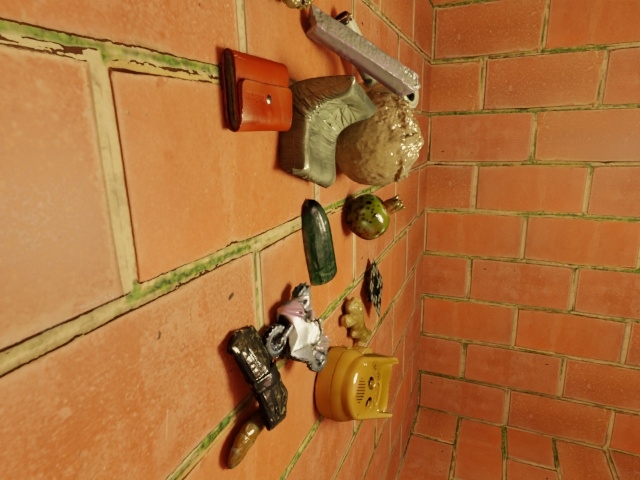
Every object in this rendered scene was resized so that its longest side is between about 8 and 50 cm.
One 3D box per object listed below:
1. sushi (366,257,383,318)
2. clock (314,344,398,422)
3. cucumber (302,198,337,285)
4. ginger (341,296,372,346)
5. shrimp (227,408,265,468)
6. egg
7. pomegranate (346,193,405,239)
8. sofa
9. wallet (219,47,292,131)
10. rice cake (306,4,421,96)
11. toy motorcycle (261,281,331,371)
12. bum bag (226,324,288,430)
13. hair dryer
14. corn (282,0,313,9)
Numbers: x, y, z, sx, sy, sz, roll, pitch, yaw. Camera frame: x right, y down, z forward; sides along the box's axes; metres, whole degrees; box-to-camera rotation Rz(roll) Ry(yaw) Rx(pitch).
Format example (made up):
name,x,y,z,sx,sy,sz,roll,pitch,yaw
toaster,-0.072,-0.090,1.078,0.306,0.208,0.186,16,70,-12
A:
name,x,y,z,sx,sy,sz,roll,pitch,yaw
sushi,0.217,0.199,1.749,0.210,0.040,0.193,61,33,-50
clock,0.110,0.471,1.374,0.317,0.200,0.244,29,64,-57
cucumber,0.000,0.000,1.157,0.115,0.063,0.244,-59,145,-48
ginger,0.141,0.311,1.551,0.118,0.065,0.299,-60,148,-22
shrimp,-0.147,0.415,0.912,0.190,0.042,0.101,-37,148,-62
egg,0.161,-0.288,1.217,0.310,0.278,0.280,118,-20,-80
pomegranate,0.180,-0.087,1.402,0.159,0.205,0.159,46,28,-34
sofa,0.022,-0.251,1.003,0.210,0.175,0.226,10,84,-68
wallet,-0.119,-0.288,0.826,0.204,0.045,0.143,-31,123,-63
rice cake,0.113,-0.478,1.083,0.364,0.072,0.056,22,78,-26
toy motorcycle,-0.040,0.207,1.033,0.239,0.108,0.204,53,46,-58
bum bag,-0.124,0.282,0.878,0.102,0.069,0.248,-46,126,-49
hair dryer,0.138,-0.535,1.264,0.362,0.203,0.128,52,48,-36
corn,-0.035,-0.603,0.906,0.097,0.097,0.262,54,44,-58
